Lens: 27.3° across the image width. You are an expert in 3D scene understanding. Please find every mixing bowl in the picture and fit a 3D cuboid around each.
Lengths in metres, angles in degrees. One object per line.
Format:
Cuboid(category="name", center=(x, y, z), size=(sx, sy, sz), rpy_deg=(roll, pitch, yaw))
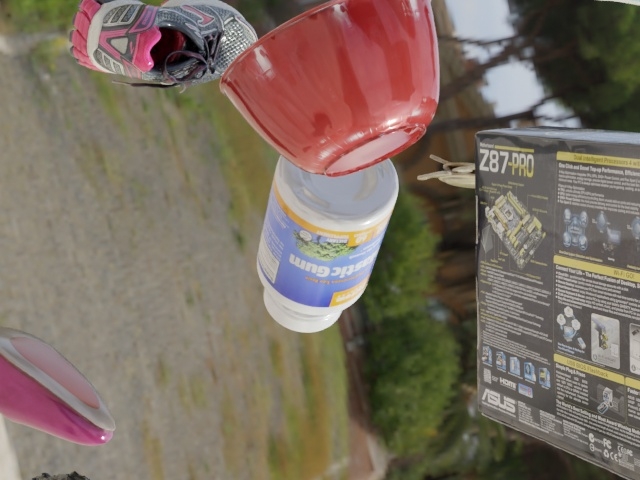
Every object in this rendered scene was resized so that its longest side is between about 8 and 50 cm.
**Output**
Cuboid(category="mixing bowl", center=(0.022, -0.111, 1.022), size=(0.181, 0.181, 0.098), rpy_deg=(105, -38, -79))

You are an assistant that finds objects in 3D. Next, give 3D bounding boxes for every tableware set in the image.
Cuboid(category="tableware set", center=(0.221, -0.097, 1.706), size=(0.194, 0.128, 0.039), rpy_deg=(173, -75, -66))

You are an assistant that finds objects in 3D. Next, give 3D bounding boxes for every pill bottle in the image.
Cuboid(category="pill bottle", center=(0.000, 0.000, 1.679), size=(0.272, 0.152, 0.152), rpy_deg=(105, -26, -52))

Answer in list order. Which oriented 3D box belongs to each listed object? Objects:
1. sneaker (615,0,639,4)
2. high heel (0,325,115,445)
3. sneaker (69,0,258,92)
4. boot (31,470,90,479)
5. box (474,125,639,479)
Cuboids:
Cuboid(category="sneaker", center=(0.096, -0.222, 0.791), size=(0.150, 0.365, 0.135), rpy_deg=(-70, -173, -49))
Cuboid(category="high heel", center=(-0.394, 0.159, 1.393), size=(0.377, 0.181, 0.127), rpy_deg=(30, 3, 21))
Cuboid(category="sneaker", center=(-0.169, -0.231, 1.601), size=(0.299, 0.112, 0.121), rpy_deg=(-14, 121, -57))
Cuboid(category="boot", center=(-0.184, 0.233, 0.780), size=(0.207, 0.094, 0.246), rpy_deg=(-64, -176, -22))
Cuboid(category="box", center=(0.284, 0.056, 1.269), size=(0.395, 0.097, 0.318), rpy_deg=(-166, -110, -65))
